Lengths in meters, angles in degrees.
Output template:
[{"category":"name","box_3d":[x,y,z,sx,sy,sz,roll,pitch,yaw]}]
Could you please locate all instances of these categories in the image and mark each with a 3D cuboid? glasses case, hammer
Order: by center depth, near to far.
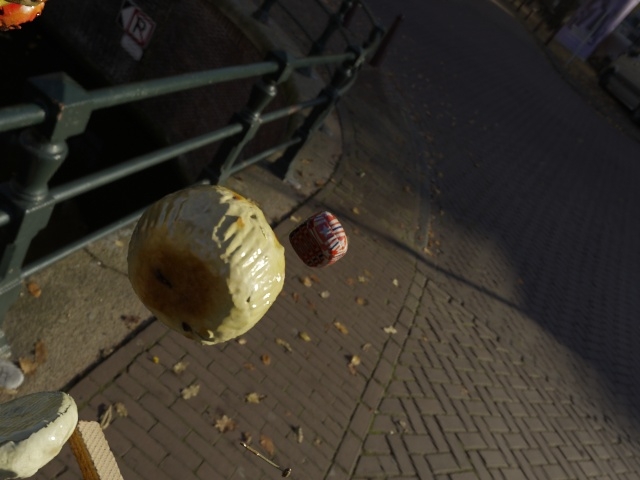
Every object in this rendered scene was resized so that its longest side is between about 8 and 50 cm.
[{"category":"glasses case","box_3d":[0.000,0.000,0.844,0.049,0.194,0.073,-33,92,-13]},{"category":"hammer","box_3d":[-0.114,0.445,1.188,0.123,0.029,0.014,36,23,-9]}]

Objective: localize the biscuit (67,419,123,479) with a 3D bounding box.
[{"category":"biscuit","box_3d":[-0.576,0.634,1.547,0.378,0.054,0.094,47,6,35]}]

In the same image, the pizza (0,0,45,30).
[{"category":"pizza","box_3d":[-0.465,-0.335,0.777,0.440,0.130,0.406,7,36,35]}]

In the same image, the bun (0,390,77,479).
[{"category":"bun","box_3d":[-0.725,0.480,1.412,0.287,0.287,0.146,-32,117,-55]}]

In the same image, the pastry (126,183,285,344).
[{"category":"pastry","box_3d":[-0.265,0.049,1.418,0.389,0.388,0.312,38,35,0]}]
